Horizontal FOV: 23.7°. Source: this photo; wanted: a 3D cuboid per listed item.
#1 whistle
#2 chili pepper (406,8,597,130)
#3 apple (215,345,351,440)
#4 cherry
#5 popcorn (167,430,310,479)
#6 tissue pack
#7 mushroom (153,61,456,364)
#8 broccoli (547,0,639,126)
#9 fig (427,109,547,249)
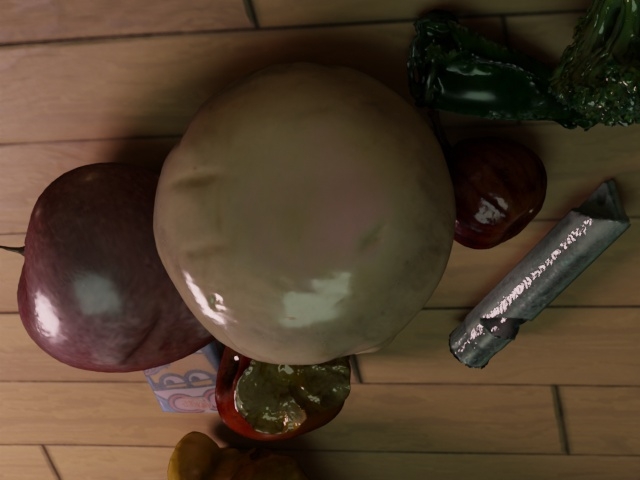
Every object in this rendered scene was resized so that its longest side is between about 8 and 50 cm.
[{"bbox_3d":[0.248,0.044,1.732,0.062,0.062,0.312,26,135,-13],"label":"whistle"},{"bbox_3d":[0.183,-0.158,1.543,0.216,0.062,0.108,23,142,-10],"label":"chili pepper"},{"bbox_3d":[-0.043,0.168,1.871,0.158,0.156,0.147,12,153,-19],"label":"apple"},{"bbox_3d":[-0.216,0.035,1.733,0.307,0.221,0.261,3,144,-16],"label":"cherry"},{"bbox_3d":[-0.087,0.417,2.074,0.297,0.281,0.316,30,128,28],"label":"popcorn"},{"bbox_3d":[-0.168,0.151,1.945,0.115,0.065,0.155,-1,136,18],"label":"tissue pack"},{"bbox_3d":[-0.018,0.002,1.567,0.315,0.315,0.356,2,116,12],"label":"mushroom"},{"bbox_3d":[0.306,-0.205,1.388,0.219,0.194,0.194,-18,138,-16],"label":"broccoli"},{"bbox_3d":[0.165,-0.056,1.603,0.150,0.128,0.128,23,136,-13],"label":"fig"}]
